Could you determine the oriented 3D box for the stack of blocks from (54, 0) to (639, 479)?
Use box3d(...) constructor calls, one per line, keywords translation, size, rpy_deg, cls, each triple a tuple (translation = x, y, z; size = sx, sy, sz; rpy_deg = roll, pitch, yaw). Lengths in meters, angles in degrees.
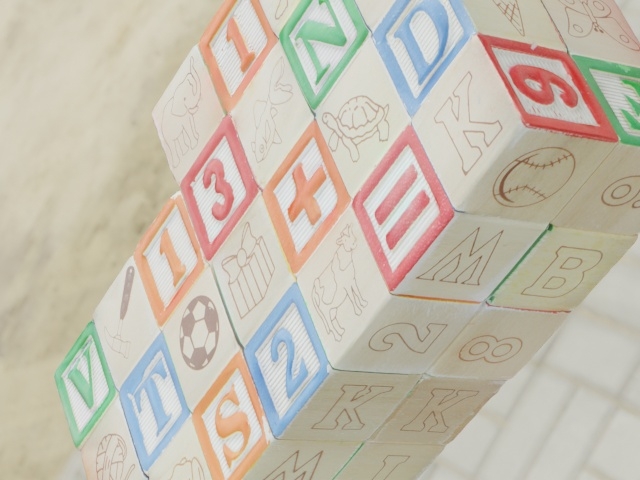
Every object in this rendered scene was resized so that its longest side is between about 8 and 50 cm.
box3d(translation=(0.000, 0.000, 0.709), size=(0.297, 0.087, 0.171), rpy_deg=(-54, 45, 35), cls="stack of blocks")
